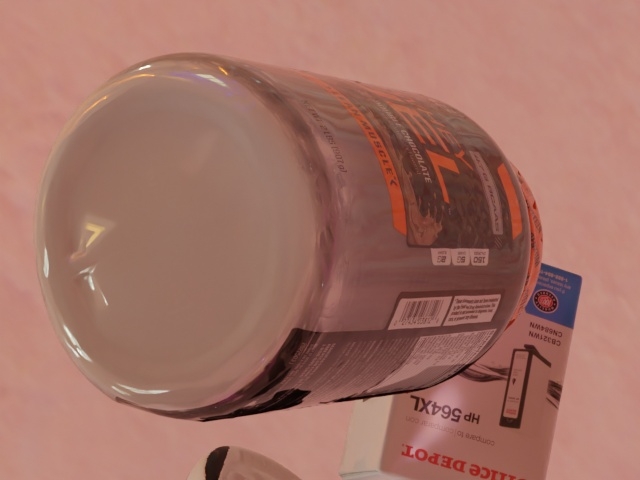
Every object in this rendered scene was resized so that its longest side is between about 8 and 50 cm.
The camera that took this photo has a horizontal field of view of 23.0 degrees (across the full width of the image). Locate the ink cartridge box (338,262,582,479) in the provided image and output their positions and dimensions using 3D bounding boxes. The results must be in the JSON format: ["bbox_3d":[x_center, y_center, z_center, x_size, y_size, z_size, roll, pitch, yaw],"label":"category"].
[{"bbox_3d":[0.114,0.110,1.264,0.148,0.086,0.203,18,73,-19],"label":"ink cartridge box"}]

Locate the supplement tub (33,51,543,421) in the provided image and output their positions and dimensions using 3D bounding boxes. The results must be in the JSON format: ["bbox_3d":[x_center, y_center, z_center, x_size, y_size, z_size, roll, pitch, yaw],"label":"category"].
[{"bbox_3d":[0.000,0.000,0.989,0.207,0.338,0.207,0,89,30],"label":"supplement tub"}]

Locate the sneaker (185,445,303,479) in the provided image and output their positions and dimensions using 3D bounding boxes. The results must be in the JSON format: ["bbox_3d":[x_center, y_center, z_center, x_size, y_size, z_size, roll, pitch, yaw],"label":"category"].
[{"bbox_3d":[-0.058,0.342,1.346,0.236,0.323,0.130,-35,18,29],"label":"sneaker"}]
